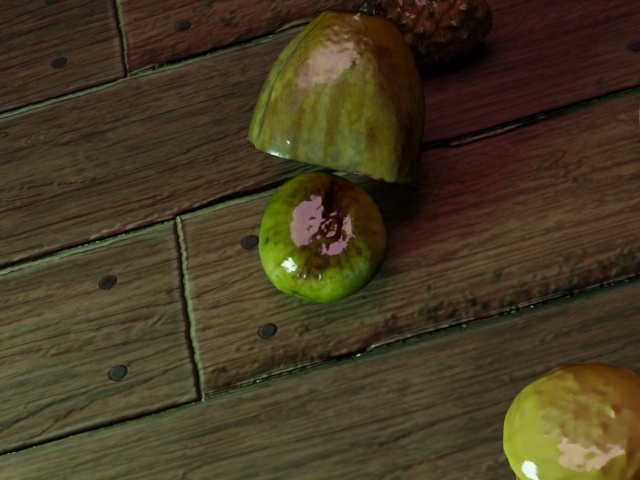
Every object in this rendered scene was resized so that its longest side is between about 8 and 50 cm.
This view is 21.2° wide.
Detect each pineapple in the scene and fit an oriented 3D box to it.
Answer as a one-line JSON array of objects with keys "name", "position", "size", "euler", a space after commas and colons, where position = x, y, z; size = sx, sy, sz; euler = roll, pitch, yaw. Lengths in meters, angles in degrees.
[{"name": "pineapple", "position": [0.074, -0.234, 2.000], "size": [0.248, 0.128, 0.128], "euler": [-28, 47, -3]}]

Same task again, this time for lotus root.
[{"name": "lotus root", "position": [0.028, -0.161, 1.870], "size": [0.188, 0.180, 0.199], "euler": [11, 6, -9]}]

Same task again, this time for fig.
[{"name": "fig", "position": [0.000, -0.004, 1.811], "size": [0.136, 0.120, 0.153], "euler": [-18, 46, -6]}]

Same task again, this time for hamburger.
[{"name": "hamburger", "position": [0.246, 0.189, 1.566], "size": [0.162, 0.115, 0.162], "euler": [-7, 46, 8]}]
